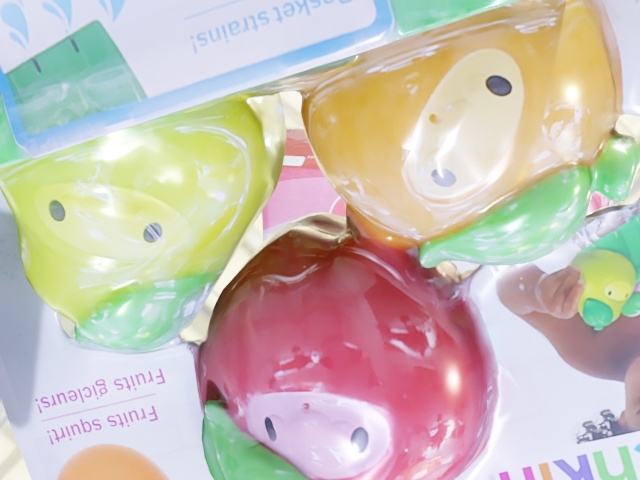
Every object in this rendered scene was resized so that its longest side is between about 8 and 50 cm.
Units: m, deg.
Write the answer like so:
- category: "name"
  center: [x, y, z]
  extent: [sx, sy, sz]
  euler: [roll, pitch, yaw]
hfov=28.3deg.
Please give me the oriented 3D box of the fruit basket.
- category: "fruit basket"
  center: [0.000, 0.000, 0.469]
  extent: [0.165, 0.327, 0.353]
  euler: [-29, -76, -72]

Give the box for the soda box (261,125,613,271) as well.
- category: "soda box"
  center: [0.089, -0.027, 0.973]
  extent: [0.263, 0.092, 0.083]
  euler: [4, -152, 12]
